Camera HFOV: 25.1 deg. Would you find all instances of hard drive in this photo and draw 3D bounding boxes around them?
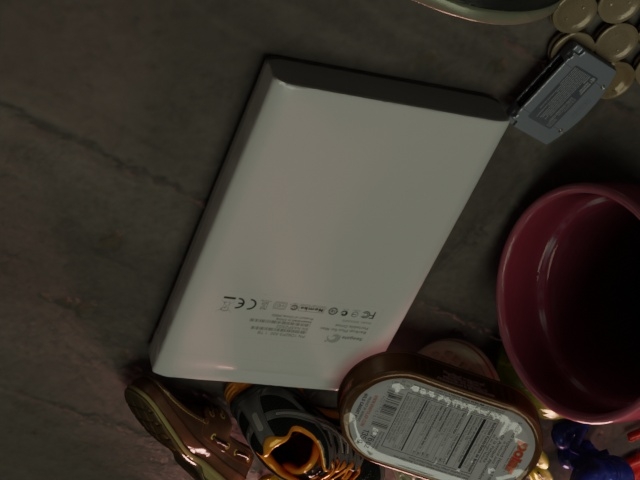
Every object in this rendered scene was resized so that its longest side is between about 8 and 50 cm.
[{"bbox_3d":[0.000,0.000,1.175,0.203,0.040,0.307,7,128,-24],"label":"hard drive"}]

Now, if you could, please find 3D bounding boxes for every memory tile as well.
[{"bbox_3d":[0.248,-0.162,1.130,0.148,0.012,0.113,-14,134,-7],"label":"memory tile"}]

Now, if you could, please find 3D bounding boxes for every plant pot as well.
[{"bbox_3d":[0.280,0.050,1.224,0.180,0.201,0.201,-1,133,-39],"label":"plant pot"}]

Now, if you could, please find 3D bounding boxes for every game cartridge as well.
[{"bbox_3d":[0.191,-0.115,1.133,0.056,0.017,0.083,27,119,-32],"label":"game cartridge"}]

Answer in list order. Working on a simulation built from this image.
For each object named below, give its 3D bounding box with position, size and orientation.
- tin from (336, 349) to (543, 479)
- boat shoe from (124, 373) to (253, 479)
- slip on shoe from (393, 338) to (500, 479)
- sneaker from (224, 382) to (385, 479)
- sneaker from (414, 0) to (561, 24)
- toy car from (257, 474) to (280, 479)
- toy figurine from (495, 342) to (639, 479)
[{"bbox_3d":[0.106,0.164,1.269,0.189,0.040,0.106,19,119,-11],"label":"tin"},{"bbox_3d":[-0.114,0.166,1.282,0.060,0.064,0.178,-49,137,-15],"label":"boat shoe"},{"bbox_3d":[0.143,0.223,1.395,0.123,0.101,0.331,0,125,22],"label":"slip on shoe"},{"bbox_3d":[-0.009,0.196,1.322,0.084,0.083,0.215,-39,133,15],"label":"sneaker"},{"bbox_3d":[0.090,-0.224,0.971,0.222,0.083,0.118,10,127,-25],"label":"sneaker"},{"bbox_3d":[-0.006,0.246,1.414,0.122,0.060,0.040,41,155,-23],"label":"toy car"},{"bbox_3d":[0.303,0.240,1.373,0.191,0.217,0.362,-21,135,1],"label":"toy figurine"}]
